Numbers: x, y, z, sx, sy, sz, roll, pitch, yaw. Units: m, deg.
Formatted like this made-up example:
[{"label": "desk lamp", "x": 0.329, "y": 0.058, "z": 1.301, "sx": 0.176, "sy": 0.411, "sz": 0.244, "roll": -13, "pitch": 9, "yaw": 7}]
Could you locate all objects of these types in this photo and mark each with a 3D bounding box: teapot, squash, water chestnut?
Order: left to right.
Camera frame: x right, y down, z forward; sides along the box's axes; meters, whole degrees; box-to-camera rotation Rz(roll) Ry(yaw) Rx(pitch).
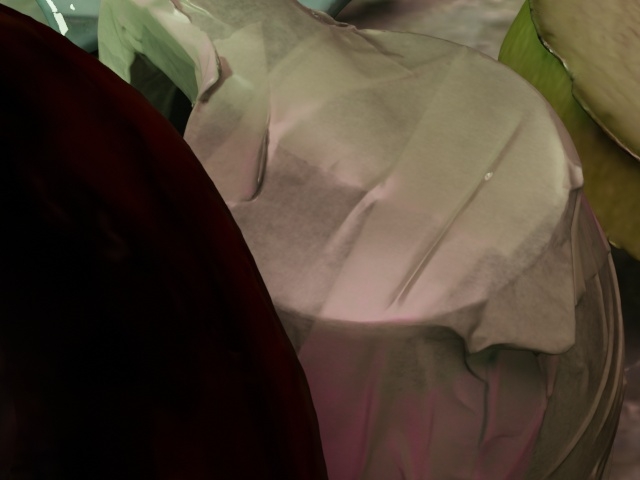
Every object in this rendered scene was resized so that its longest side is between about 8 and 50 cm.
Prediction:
[{"label": "water chestnut", "x": -0.146, "y": 0.095, "z": 0.456, "sx": 0.350, "sy": 0.302, "sz": 0.350, "roll": -1, "pitch": 85, "yaw": 16}, {"label": "teapot", "x": 0.014, "y": -0.001, "z": 0.571, "sx": 0.163, "sy": 0.178, "sz": 0.221, "roll": -10, "pitch": 52, "yaw": -7}, {"label": "squash", "x": 0.174, "y": -0.042, "z": 0.647, "sx": 0.219, "sy": 0.041, "sz": 0.219, "roll": 14, "pitch": 40, "yaw": -12}]

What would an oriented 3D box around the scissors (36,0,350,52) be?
[{"label": "scissors", "x": -0.052, "y": -0.254, "z": 0.759, "sx": 0.191, "sy": 0.029, "sz": 0.360, "roll": 2, "pitch": 81, "yaw": 5}]
